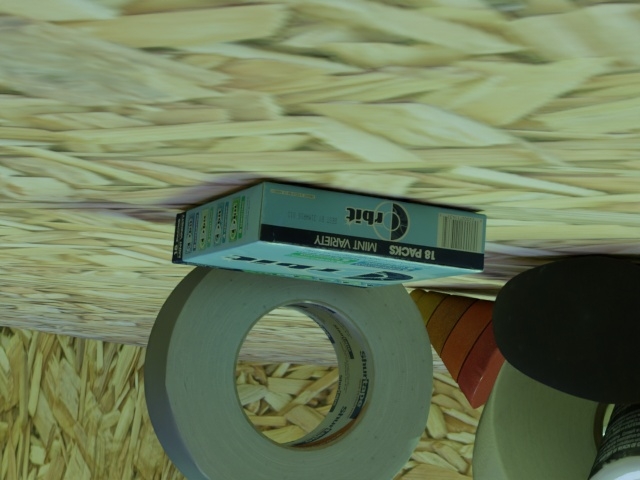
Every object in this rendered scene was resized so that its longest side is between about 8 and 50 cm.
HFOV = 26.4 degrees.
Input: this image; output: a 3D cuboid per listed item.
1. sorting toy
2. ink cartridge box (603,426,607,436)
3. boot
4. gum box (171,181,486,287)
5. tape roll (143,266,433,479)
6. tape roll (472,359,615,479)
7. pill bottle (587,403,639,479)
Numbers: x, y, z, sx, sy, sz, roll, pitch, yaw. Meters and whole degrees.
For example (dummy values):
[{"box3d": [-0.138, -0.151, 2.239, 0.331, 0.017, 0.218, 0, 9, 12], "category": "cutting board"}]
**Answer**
[{"box3d": [0.178, 0.102, 1.508, 0.126, 0.127, 0.365, 33, -176, 18], "category": "sorting toy"}, {"box3d": [0.470, 0.147, 1.512, 0.307, 0.072, 0.303, -29, 157, 23], "category": "ink cartridge box"}, {"box3d": [0.279, 0.064, 1.042, 0.305, 0.112, 0.115, -3, 180, 37], "category": "boot"}, {"box3d": [0.000, 0.000, 0.931, 0.157, 0.041, 0.184, 7, 171, -22], "category": "gum box"}, {"box3d": [-0.024, 0.105, 1.064, 0.219, 0.219, 0.072, 7, 171, -20], "category": "tape roll"}, {"box3d": [0.325, 0.208, 1.183, 0.392, 0.392, 0.072, 6, 134, -10], "category": "tape roll"}, {"box3d": [0.305, 0.140, 1.098, 0.130, 0.130, 0.245, 1, -145, 29], "category": "pill bottle"}]
